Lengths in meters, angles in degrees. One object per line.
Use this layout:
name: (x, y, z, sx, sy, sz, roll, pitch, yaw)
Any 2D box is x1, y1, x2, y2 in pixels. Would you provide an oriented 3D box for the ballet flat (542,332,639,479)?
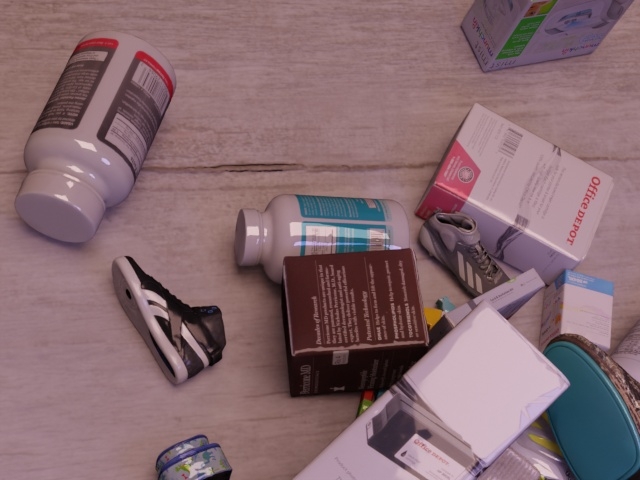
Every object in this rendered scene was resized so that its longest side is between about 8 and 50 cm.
ballet flat: (0.472, 0.354, 1.642, 0.182, 0.164, 0.482, 0, 57, -38)

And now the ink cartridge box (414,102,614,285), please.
ink cartridge box: (0.339, -0.077, 1.993, 0.283, 0.117, 0.207, 29, 58, 1)

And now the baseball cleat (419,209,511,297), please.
baseball cleat: (0.258, 0.030, 1.917, 0.206, 0.109, 0.072, 36, 54, 2)

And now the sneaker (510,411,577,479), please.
sneaker: (0.445, 0.391, 1.759, 0.385, 0.145, 0.147, 38, 60, 4)

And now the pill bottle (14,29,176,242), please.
pill bottle: (-0.358, -0.161, 1.800, 0.176, 0.176, 0.318, 21, 59, -5)

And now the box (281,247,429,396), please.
box: (0.048, 0.126, 1.746, 0.203, 0.168, 0.167, -5, 61, -4)

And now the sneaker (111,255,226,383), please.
sneaker: (-0.225, 0.105, 1.761, 0.121, 0.079, 0.216, -25, 80, -30)

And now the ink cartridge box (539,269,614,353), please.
ink cartridge box: (0.428, 0.139, 1.918, 0.090, 0.092, 0.143, 17, 59, -7)

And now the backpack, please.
backpack: (-0.184, 0.327, 1.625, 0.105, 0.114, 0.084, -20, 70, -24)

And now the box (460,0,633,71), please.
box: (0.433, -0.447, 2.153, 0.262, 0.231, 0.126, -13, 68, -22)

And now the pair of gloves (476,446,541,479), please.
pair of gloves: (0.281, 0.447, 1.679, 0.204, 0.042, 0.240, -43, 78, 6)

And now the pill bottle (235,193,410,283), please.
pill bottle: (0.000, 0.000, 1.836, 0.264, 0.146, 0.146, 3, 62, -15)

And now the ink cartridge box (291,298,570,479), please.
ink cartridge box: (0.129, 0.289, 1.569, 0.395, 0.285, 0.166, -42, 79, -9)

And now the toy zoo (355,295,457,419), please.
toy zoo: (0.170, 0.219, 1.836, 0.192, 0.030, 0.293, 19, 59, -6)

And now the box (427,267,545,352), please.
box: (0.250, 0.121, 1.808, 0.186, 0.145, 0.038, -24, 73, -26)

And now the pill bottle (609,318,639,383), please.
pill bottle: (0.546, 0.226, 1.865, 0.160, 0.160, 0.283, 43, 60, 9)
